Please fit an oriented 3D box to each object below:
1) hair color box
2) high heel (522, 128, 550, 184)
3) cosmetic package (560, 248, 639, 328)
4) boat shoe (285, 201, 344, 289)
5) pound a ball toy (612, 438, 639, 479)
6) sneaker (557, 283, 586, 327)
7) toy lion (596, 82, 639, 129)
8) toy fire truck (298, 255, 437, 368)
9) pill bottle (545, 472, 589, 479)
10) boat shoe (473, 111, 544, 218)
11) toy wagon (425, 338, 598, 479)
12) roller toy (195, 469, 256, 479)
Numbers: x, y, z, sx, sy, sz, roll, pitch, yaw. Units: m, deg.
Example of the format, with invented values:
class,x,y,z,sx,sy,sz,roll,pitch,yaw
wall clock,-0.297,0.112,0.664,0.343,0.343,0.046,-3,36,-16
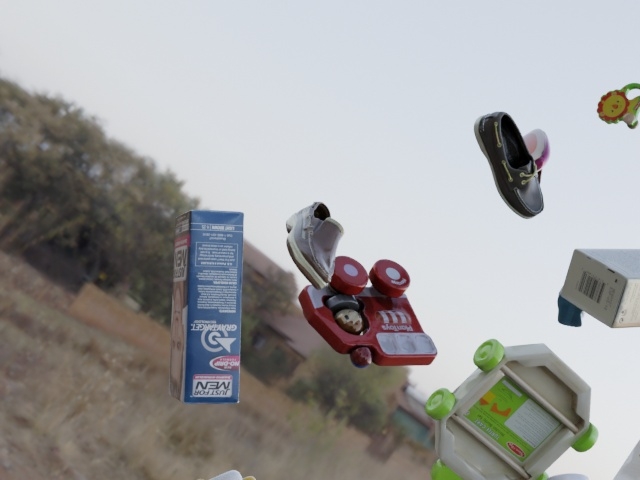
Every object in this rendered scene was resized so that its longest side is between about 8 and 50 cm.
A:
class,x,y,z,sx,sy,sz,roll,pitch,yaw
hair color box,-0.215,0.123,1.769,0.105,0.347,0.174,2,-5,-17
high heel,0.503,-0.163,2.232,0.181,0.127,0.377,53,9,-10
cosmetic package,0.663,0.093,1.922,0.310,0.113,0.160,2,21,-28
boat shoe,-0.005,-0.006,1.740,0.095,0.095,0.257,48,11,-26
pound a ball toy,0.638,0.517,1.773,0.136,0.319,0.208,6,-54,45
sneaker,0.657,0.139,2.457,0.088,0.092,0.228,12,-27,10
toy lion,0.613,-0.276,1.921,0.096,0.100,0.034,39,7,38
toy fire truck,0.109,0.184,2.206,0.302,0.169,0.253,4,43,-34
pill bottle,0.391,0.451,1.463,0.094,0.169,0.094,-1,-31,-1
boat shoe,0.375,-0.143,1.834,0.227,0.081,0.069,60,-28,-11
toy wagon,0.300,0.333,1.635,0.267,0.344,0.068,41,9,-18
roller toy,-0.250,0.615,2.177,0.146,0.209,0.191,64,8,12
